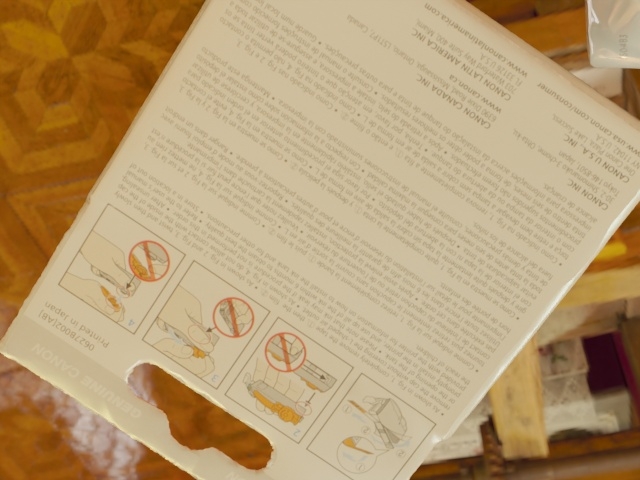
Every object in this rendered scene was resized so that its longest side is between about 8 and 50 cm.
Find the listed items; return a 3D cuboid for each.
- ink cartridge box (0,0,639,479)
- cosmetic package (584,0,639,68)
[{"bbox_3d":[0.000,0.000,0.383,0.181,0.056,0.225,34,106,-2],"label":"ink cartridge box"},{"bbox_3d":[0.247,-0.271,0.410,0.217,0.385,0.156,4,157,20],"label":"cosmetic package"}]
